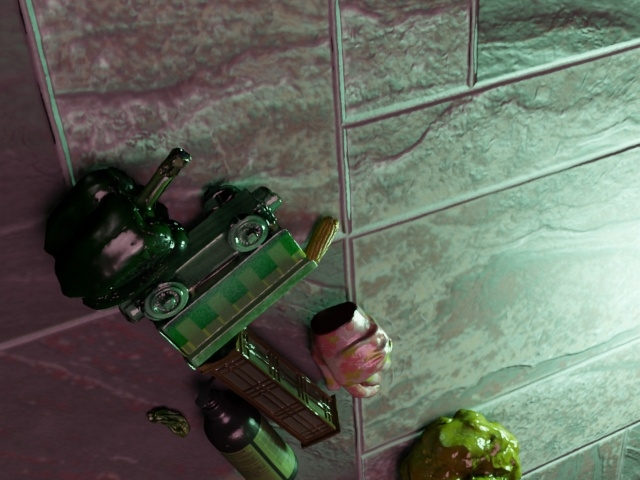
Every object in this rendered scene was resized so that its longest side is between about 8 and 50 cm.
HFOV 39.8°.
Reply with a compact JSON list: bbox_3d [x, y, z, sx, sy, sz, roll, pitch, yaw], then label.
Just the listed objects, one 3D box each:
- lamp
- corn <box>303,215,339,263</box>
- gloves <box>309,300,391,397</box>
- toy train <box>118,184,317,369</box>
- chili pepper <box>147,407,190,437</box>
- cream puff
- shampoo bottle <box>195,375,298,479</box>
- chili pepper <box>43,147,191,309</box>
[{"bbox_3d":[-0.085,0.253,1.564,0.089,0.090,0.325,-27,133,18],"label":"lamp"},{"bbox_3d":[0.000,0.000,1.511,0.037,0.037,0.092,16,111,-36],"label":"corn"},{"bbox_3d":[0.067,0.219,1.631,0.145,0.126,0.241,-37,123,-9],"label":"gloves"},{"bbox_3d":[-0.165,0.048,1.395,0.301,0.120,0.202,-40,133,-3],"label":"toy train"},{"bbox_3d":[-0.262,0.320,1.559,0.034,0.030,0.091,-31,131,23],"label":"chili pepper"},{"bbox_3d":[0.317,0.506,1.903,0.282,0.185,0.282,-12,119,-22],"label":"cream puff"},{"bbox_3d":[-0.142,0.351,1.599,0.101,0.101,0.284,-37,129,-5],"label":"shampoo bottle"},{"bbox_3d":[-0.267,-0.024,1.255,0.261,0.174,0.165,-41,133,4],"label":"chili pepper"}]
